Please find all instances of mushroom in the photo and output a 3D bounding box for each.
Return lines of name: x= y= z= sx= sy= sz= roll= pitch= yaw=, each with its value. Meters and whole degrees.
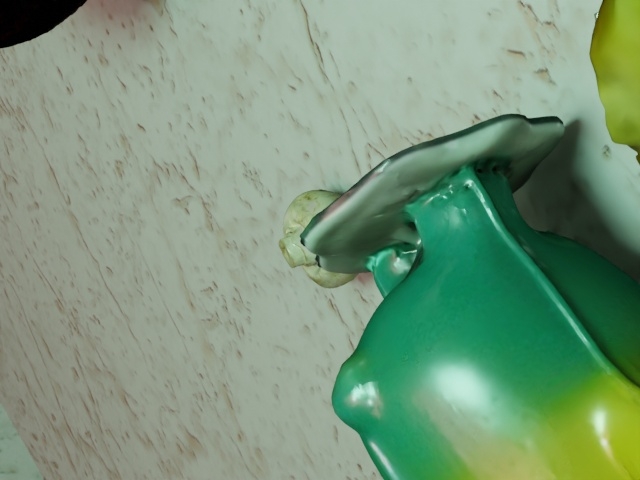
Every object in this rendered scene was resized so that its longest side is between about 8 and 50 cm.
mushroom: x=0.000 y=0.000 z=1.366 sx=0.083 sy=0.067 sz=0.083 roll=53 pitch=159 yaw=31

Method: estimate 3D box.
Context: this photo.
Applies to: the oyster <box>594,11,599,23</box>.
oyster: x=0.168 y=-0.197 z=0.819 sx=0.341 sy=0.110 sz=0.166 roll=53 pitch=158 yaw=17

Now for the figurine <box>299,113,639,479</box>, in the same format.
figurine: x=0.134 y=0.113 z=1.028 sx=0.340 sy=0.231 sz=0.323 roll=63 pitch=157 yaw=16

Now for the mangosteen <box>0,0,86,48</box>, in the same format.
mangosteen: x=-0.309 y=-0.317 z=1.441 sx=0.313 sy=0.297 sz=0.297 roll=-99 pitch=-1 yaw=-61

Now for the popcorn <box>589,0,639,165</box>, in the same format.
popcorn: x=0.256 y=-0.101 z=0.559 sx=0.290 sy=0.326 sz=0.321 roll=49 pitch=-175 yaw=9
